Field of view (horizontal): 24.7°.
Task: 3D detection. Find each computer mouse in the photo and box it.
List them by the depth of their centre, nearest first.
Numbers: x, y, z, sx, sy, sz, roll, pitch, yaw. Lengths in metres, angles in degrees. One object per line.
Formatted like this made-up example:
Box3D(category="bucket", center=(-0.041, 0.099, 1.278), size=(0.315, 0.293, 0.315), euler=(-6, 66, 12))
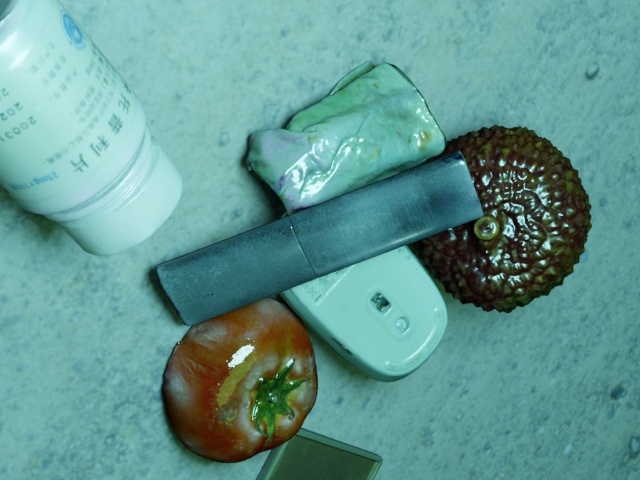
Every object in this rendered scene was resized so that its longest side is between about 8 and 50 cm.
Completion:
Box3D(category="computer mouse", center=(0.045, 0.056, 1.838), size=(0.159, 0.097, 0.288), euler=(-47, 112, -6))

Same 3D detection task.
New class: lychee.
Box3D(category="lychee", center=(0.229, -0.031, 1.850), size=(0.271, 0.236, 0.236), euler=(-17, 125, -66))

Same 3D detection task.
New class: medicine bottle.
Box3D(category="medicine bottle", center=(-0.273, -0.122, 1.473), size=(0.170, 0.170, 0.293), euler=(-46, 130, -11))

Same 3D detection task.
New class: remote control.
Box3D(category="remote control", center=(0.000, 0.000, 1.702), size=(0.377, 0.044, 0.107), euler=(-21, 131, 6))

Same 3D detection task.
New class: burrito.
Box3D(category="burrito", center=(0.030, -0.114, 1.733), size=(0.229, 0.089, 0.144), euler=(-34, 91, -24))

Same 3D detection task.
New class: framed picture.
Box3D(category="framed picture", center=(-0.039, 0.387, 1.979), size=(0.192, 0.018, 0.265), euler=(26, 93, -41))

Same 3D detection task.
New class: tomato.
Box3D(category="tomato", center=(-0.082, 0.180, 1.812), size=(0.225, 0.085, 0.225), euler=(-14, 115, -32))
